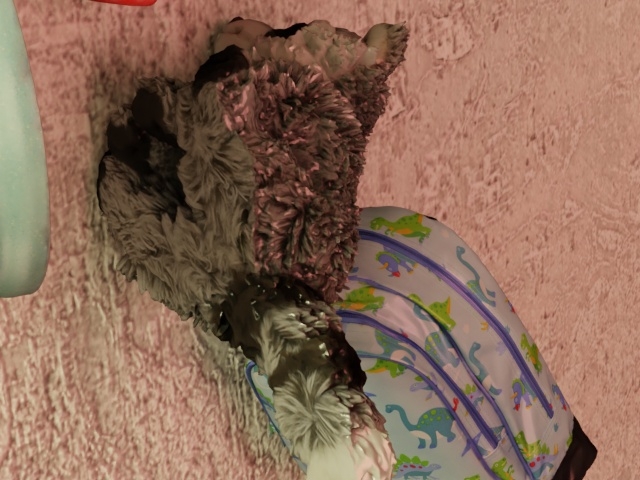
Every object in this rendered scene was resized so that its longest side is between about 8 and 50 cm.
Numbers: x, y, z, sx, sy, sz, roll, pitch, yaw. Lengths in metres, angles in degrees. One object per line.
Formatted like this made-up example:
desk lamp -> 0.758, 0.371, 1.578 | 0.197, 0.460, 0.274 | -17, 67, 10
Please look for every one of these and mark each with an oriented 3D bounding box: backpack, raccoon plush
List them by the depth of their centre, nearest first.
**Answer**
raccoon plush -> 0.000, 0.000, 1.501 | 0.299, 0.216, 0.446 | -15, 83, -46
backpack -> 0.074, 0.125, 1.684 | 0.273, 0.290, 0.355 | -47, 129, -45

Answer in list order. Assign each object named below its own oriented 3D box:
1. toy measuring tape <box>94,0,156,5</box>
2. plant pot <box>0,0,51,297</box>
toy measuring tape -> -0.119, -0.248, 1.413 | 0.330, 0.121, 0.121 | -8, 109, -53
plant pot -> -0.311, -0.084, 1.095 | 0.196, 0.293, 0.293 | -15, 117, -23
